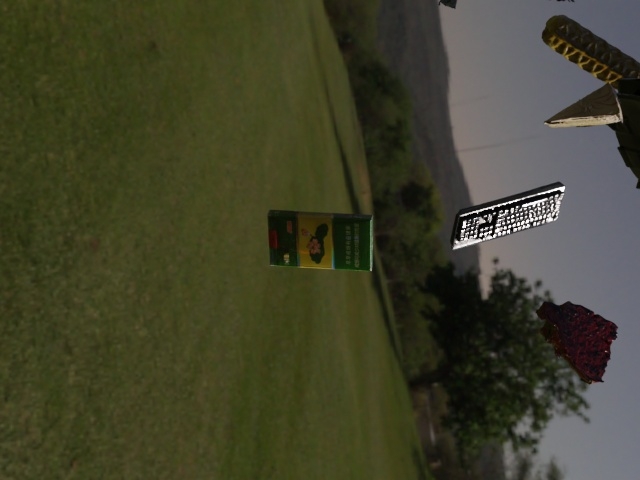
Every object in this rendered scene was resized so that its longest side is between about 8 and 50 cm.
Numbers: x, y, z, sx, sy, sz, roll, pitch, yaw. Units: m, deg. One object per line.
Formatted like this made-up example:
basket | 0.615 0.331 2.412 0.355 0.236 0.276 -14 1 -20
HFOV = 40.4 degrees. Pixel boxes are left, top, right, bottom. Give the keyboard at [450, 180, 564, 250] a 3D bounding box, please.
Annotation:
keyboard | 0.334 -0.041 1.547 0.025 0.230 0.093 54 -29 42

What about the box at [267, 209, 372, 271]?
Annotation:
box | 0.000 0.000 1.949 0.034 0.235 0.132 -69 159 -62

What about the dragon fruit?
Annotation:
dragon fruit | 0.360 0.143 1.274 0.097 0.131 0.063 -64 -169 -9

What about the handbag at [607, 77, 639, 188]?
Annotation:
handbag | 0.703 -0.184 1.765 0.325 0.118 0.269 58 -6 -18

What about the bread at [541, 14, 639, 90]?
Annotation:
bread | 0.706 -0.436 2.139 0.084 0.367 0.077 -59 -174 8

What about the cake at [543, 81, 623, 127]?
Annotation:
cake | 0.427 -0.213 1.422 0.052 0.121 0.065 13 70 -66

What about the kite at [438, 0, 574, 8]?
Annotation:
kite | 0.219 -0.419 1.239 0.013 0.323 0.268 99 17 -59
